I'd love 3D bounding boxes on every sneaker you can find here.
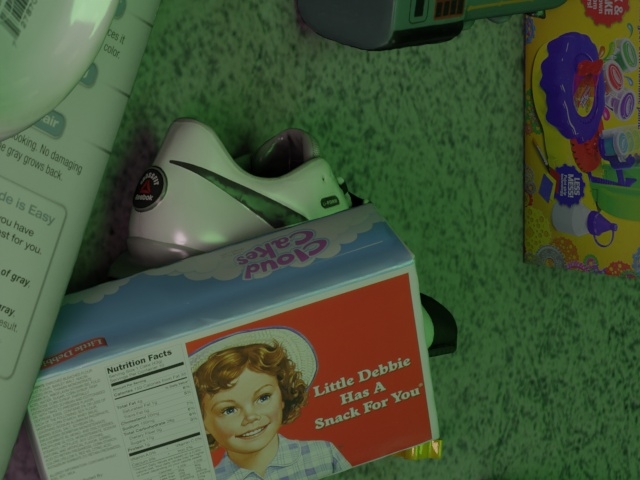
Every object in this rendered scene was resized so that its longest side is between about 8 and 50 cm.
[{"bbox_3d":[0.000,0.000,1.400,0.330,0.122,0.146,21,80,-47],"label":"sneaker"}]

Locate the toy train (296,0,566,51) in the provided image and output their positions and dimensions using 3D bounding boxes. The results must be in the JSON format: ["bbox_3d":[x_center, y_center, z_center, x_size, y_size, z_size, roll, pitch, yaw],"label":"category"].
[{"bbox_3d":[0.112,-0.255,1.491,0.334,0.142,0.190,-16,119,-48],"label":"toy train"}]

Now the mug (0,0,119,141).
[{"bbox_3d":[-0.243,-0.201,0.888,0.374,0.328,0.276,-61,152,-27],"label":"mug"}]

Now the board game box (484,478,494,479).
[{"bbox_3d":[0.211,0.408,1.726,0.254,0.079,0.336,25,73,-49],"label":"board game box"}]

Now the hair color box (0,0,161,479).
[{"bbox_3d":[-0.229,-0.065,1.135,0.185,0.113,0.374,29,75,-48],"label":"hair color box"}]

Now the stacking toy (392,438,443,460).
[{"bbox_3d":[0.010,0.236,1.511,0.221,0.052,0.167,5,91,-47],"label":"stacking toy"}]

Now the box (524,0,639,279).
[{"bbox_3d":[0.333,-0.130,1.723,0.279,0.177,0.290,-11,105,-47],"label":"box"}]

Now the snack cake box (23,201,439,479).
[{"bbox_3d":[-0.064,0.091,1.258,0.264,0.089,0.152,-17,122,-11],"label":"snack cake box"}]
